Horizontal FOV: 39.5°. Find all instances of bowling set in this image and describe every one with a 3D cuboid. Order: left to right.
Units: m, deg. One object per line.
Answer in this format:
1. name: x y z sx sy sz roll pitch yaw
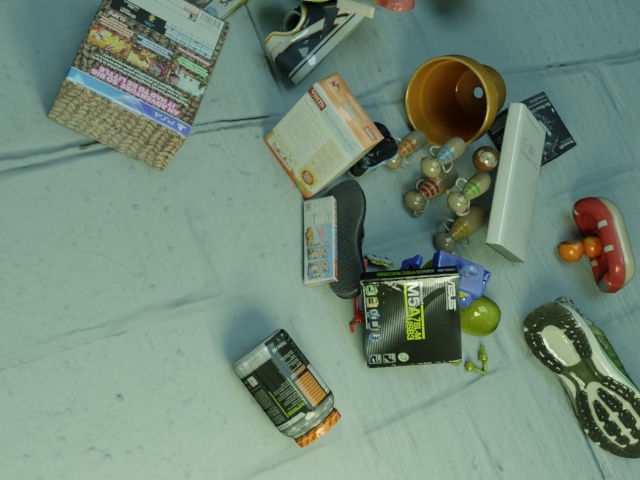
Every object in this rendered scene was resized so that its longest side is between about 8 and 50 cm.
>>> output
1. bowling set: 0.267 -0.135 1.890 0.154 0.200 0.287 -38 86 -31

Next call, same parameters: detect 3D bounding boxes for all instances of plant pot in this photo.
1. plant pot: 0.326 -0.323 2.021 0.188 0.205 0.205 -25 82 -52

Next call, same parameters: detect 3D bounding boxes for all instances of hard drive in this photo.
1. hard drive: 0.430 -0.121 1.950 0.203 0.040 0.307 25 74 -59

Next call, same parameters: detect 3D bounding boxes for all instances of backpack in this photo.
1. backpack: 0.096 -0.194 1.882 0.114 0.084 0.105 -23 82 -31

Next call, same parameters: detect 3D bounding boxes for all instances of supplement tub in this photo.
1. supplement tub: -0.056 0.261 1.566 0.117 0.117 0.190 -36 89 -37

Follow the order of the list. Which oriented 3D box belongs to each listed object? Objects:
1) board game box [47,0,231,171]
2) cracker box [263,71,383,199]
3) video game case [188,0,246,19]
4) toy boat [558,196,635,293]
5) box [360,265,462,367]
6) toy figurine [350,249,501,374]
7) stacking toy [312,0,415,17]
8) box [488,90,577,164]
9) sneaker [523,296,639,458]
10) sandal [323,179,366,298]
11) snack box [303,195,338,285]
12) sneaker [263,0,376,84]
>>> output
1. board game box: -0.331 -0.319 1.655 0.232 0.141 0.291 26 58 -18
2. cracker box: 0.002 -0.199 1.737 0.067 0.232 0.155 -33 87 -36
3. video game case: -0.267 -0.596 1.885 0.275 0.035 0.248 44 54 -6
4. toy boat: 0.631 0.012 2.085 0.151 0.151 0.231 -8 70 -2
5. box: 0.172 0.146 1.682 0.184 0.190 0.045 -3 22 5
6. toy figurine: 0.259 0.117 1.753 0.363 0.217 0.191 22 59 -19
7. stacking toy: 0.051 -0.580 1.879 0.309 0.130 0.279 18 27 14
8. box: 0.505 -0.254 2.144 0.156 0.093 0.158 -27 85 -36
9. sneaker: 0.615 0.281 1.945 0.410 0.158 0.182 57 36 -2
10. sandal: 0.049 -0.001 1.778 0.054 0.097 0.254 46 41 -58
11. snack box: 0.000 0.000 1.752 0.022 0.064 0.178 46 39 -58
12. sneaker: 0.003 -0.472 1.931 0.127 0.126 0.321 44 52 -4
